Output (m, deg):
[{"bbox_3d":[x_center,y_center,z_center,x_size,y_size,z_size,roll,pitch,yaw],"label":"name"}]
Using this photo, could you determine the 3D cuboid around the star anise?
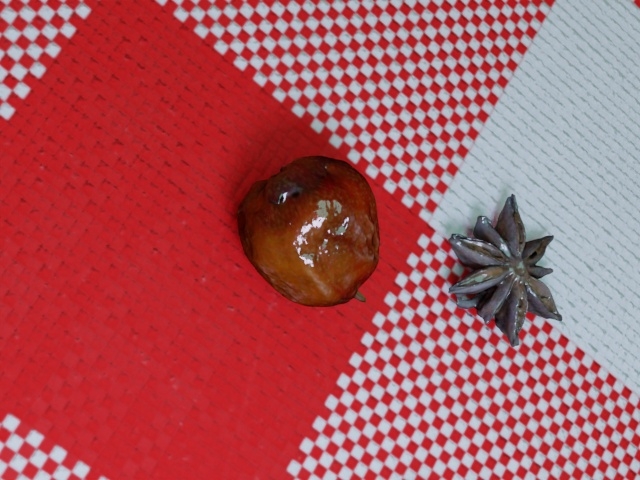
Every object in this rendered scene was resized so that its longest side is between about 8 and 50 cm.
[{"bbox_3d":[0.246,0.042,1.665,0.195,0.065,0.182,43,60,-10],"label":"star anise"}]

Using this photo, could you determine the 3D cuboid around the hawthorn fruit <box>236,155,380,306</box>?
[{"bbox_3d":[-0.010,-0.010,1.489,0.174,0.173,0.179,-6,83,-28],"label":"hawthorn fruit"}]
